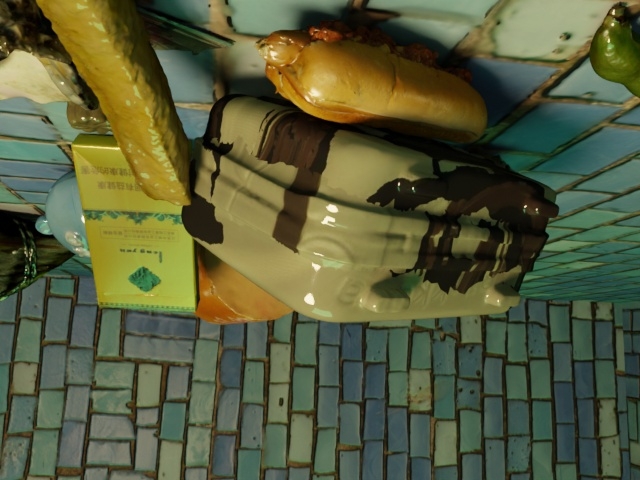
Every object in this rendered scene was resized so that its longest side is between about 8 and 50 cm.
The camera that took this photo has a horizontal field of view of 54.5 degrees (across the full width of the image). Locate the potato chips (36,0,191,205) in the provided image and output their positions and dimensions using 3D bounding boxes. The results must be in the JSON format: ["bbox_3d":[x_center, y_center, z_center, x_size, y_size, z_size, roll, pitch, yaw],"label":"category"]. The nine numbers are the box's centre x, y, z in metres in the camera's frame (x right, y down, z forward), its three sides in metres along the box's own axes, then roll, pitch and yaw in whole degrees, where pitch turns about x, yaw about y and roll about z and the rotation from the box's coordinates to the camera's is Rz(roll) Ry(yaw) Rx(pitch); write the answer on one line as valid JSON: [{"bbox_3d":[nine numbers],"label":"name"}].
[{"bbox_3d":[-0.156,-0.147,0.422,0.057,0.080,0.407,1,156,4],"label":"potato chips"}]

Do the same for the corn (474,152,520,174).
[{"bbox_3d":[0.143,-0.066,0.867,0.262,0.097,0.097,-6,168,24],"label":"corn"}]

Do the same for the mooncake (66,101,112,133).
[{"bbox_3d":[-0.356,-0.118,0.586,0.347,0.057,0.150,-16,176,-28],"label":"mooncake"}]

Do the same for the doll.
[{"bbox_3d":[-0.301,-0.043,0.982,0.314,0.141,0.177,-7,138,8],"label":"doll"}]

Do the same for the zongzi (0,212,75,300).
[{"bbox_3d":[-0.770,0.043,1.383,0.383,0.319,0.362,-14,-179,-42],"label":"zongzi"}]

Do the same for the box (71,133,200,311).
[{"bbox_3d":[-0.257,-0.016,0.892,0.153,0.279,0.041,3,-146,-3],"label":"box"}]

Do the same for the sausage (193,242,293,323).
[{"bbox_3d":[-0.154,0.049,1.226,0.233,0.233,0.287,7,170,-24],"label":"sausage"}]

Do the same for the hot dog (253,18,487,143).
[{"bbox_3d":[0.056,-0.138,0.534,0.249,0.076,0.102,4,-150,-37],"label":"hot dog"}]

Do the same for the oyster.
[{"bbox_3d":[-0.289,-0.151,0.486,0.214,0.083,0.223,10,180,-1],"label":"oyster"}]

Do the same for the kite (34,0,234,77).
[{"bbox_3d":[-0.245,-0.179,0.569,0.335,0.011,0.314,1,170,7],"label":"kite"}]

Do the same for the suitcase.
[{"bbox_3d":[0.034,-0.035,0.675,0.352,0.193,0.339,5,-163,-43],"label":"suitcase"}]

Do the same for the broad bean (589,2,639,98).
[{"bbox_3d":[0.313,-0.143,0.560,0.256,0.052,0.052,13,124,-36],"label":"broad bean"}]
